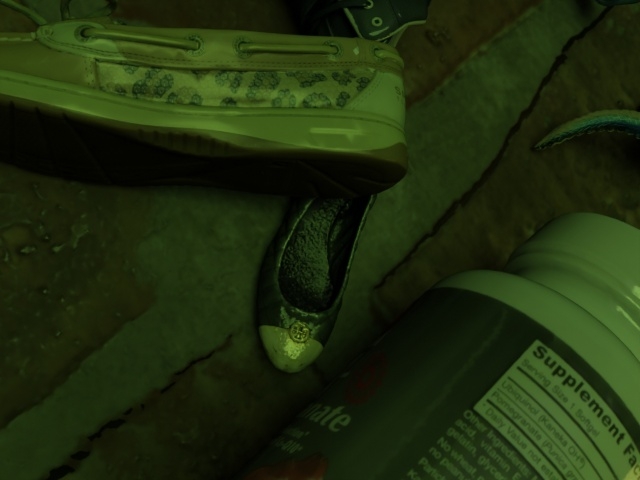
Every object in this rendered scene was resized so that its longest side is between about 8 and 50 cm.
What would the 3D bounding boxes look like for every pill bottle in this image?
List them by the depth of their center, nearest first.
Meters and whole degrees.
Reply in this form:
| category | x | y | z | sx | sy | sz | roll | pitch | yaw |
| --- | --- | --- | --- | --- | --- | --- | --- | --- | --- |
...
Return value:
| category | x | y | z | sx | sy | sz | roll | pitch | yaw |
| --- | --- | --- | --- | --- | --- | --- | --- | --- | --- |
| pill bottle | 0.084 | 0.128 | 0.476 | 0.318 | 0.176 | 0.176 | -41 | 97 | -22 |

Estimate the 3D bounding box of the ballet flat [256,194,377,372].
| category | x | y | z | sx | sy | sz | roll | pitch | yaw |
| --- | --- | --- | --- | --- | --- | --- | --- | --- | --- |
| ballet flat | 0.000 | 0.000 | 0.533 | 0.057 | 0.049 | 0.173 | 21 | 74 | -16 |

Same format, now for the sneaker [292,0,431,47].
| category | x | y | z | sx | sy | sz | roll | pitch | yaw |
| --- | --- | --- | --- | --- | --- | --- | --- | --- | --- |
| sneaker | -0.029 | -0.182 | 0.532 | 0.226 | 0.086 | 0.163 | -6 | 81 | -23 |

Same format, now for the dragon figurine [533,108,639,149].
| category | x | y | z | sx | sy | sz | roll | pitch | yaw |
| --- | --- | --- | --- | --- | --- | --- | --- | --- | --- |
| dragon figurine | 0.317 | -0.054 | 0.647 | 0.289 | 0.085 | 0.144 | -11 | 85 | -24 |

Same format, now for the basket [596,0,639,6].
| category | x | y | z | sx | sy | sz | roll | pitch | yaw |
| --- | --- | --- | --- | --- | --- | --- | --- | --- | --- |
| basket | 0.218 | -0.345 | 0.566 | 0.201 | 0.255 | 0.288 | -7 | 74 | -15 |

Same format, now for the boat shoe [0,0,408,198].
| category | x | y | z | sx | sy | sz | roll | pitch | yaw |
| --- | --- | --- | --- | --- | --- | --- | --- | --- | --- |
| boat shoe | -0.089 | -0.085 | 0.480 | 0.285 | 0.104 | 0.089 | 7 | 74 | -14 |
